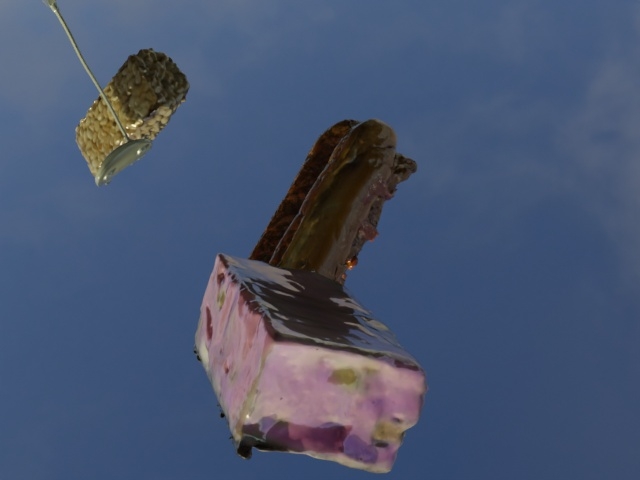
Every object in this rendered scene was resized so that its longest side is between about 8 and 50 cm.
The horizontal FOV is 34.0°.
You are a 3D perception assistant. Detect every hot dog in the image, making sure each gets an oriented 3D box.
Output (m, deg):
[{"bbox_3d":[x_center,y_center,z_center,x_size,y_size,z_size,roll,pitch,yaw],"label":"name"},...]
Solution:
[{"bbox_3d":[0.000,0.000,1.340,0.158,0.117,0.348,2,-121,61],"label":"hot dog"}]

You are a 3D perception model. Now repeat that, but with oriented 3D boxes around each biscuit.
[{"bbox_3d":[-0.211,-0.140,1.175,0.070,0.082,0.168,-25,167,-47],"label":"biscuit"}]

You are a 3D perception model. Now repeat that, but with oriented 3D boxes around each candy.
[{"bbox_3d":[-0.020,0.108,0.976,0.265,0.156,0.115,-137,-119,-68],"label":"candy"}]

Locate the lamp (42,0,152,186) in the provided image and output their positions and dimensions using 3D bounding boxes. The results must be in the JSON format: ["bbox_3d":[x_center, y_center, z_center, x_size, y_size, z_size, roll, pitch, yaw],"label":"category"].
[{"bbox_3d":[-0.208,-0.143,0.861,0.056,0.198,0.050,-30,-177,-10],"label":"lamp"}]
